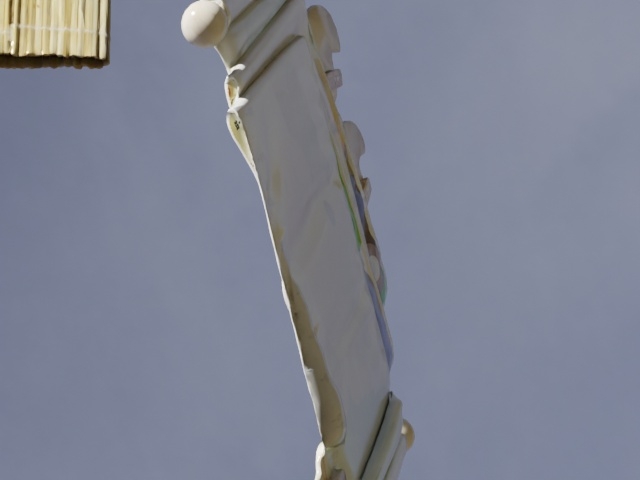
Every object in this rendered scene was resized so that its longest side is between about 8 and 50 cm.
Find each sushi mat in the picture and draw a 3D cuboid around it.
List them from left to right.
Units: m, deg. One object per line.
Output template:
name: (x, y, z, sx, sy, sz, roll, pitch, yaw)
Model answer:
sushi mat: (-0.247, -0.270, 1.337, 0.019, 0.151, 0.316, 97, 171, -59)

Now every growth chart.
growth chart: (0.000, 0.000, 0.625, 0.172, 0.021, 0.237, -41, -61, -72)
